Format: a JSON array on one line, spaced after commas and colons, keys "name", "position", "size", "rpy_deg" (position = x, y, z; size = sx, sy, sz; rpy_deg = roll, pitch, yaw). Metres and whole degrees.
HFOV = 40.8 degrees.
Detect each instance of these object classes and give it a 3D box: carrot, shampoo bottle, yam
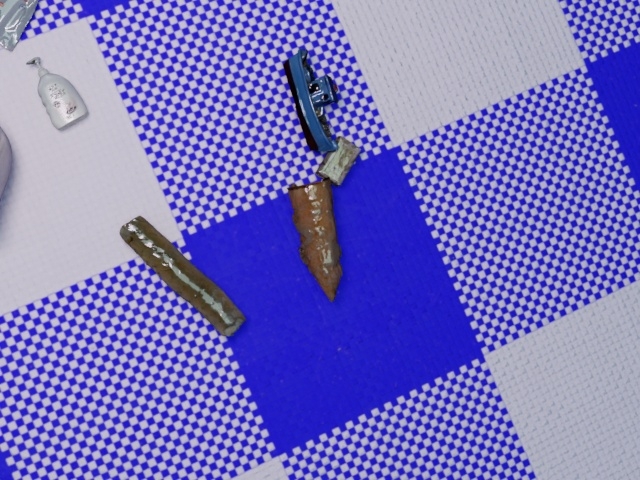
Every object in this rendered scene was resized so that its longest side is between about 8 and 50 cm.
[{"name": "carrot", "position": [0.000, 0.000, 1.809], "size": [0.101, 0.102, 0.263], "rpy_deg": [-13, 91, -10]}, {"name": "shampoo bottle", "position": [-0.540, -0.305, 1.750], "size": [0.077, 0.045, 0.152], "rpy_deg": [-30, 92, -10]}, {"name": "yam", "position": [-0.281, 0.074, 1.768], "size": [0.317, 0.067, 0.071], "rpy_deg": [45, 94, -4]}]

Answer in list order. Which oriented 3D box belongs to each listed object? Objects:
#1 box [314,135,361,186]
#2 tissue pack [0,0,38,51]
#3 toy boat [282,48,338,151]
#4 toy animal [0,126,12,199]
[{"name": "box", "position": [0.038, -0.169, 1.847], "size": [0.062, 0.045, 0.098], "rpy_deg": [33, 81, -7]}, {"name": "tissue pack", "position": [-0.680, -0.485, 1.742], "size": [0.193, 0.026, 0.123], "rpy_deg": [31, 83, -7]}, {"name": "toy boat", "position": [-0.006, -0.295, 1.816], "size": [0.097, 0.100, 0.223], "rpy_deg": [-17, 89, 12]}, {"name": "toy animal", "position": [-0.718, -0.137, 1.649], "size": [0.271, 0.206, 0.265], "rpy_deg": [17, 71, 10]}]
